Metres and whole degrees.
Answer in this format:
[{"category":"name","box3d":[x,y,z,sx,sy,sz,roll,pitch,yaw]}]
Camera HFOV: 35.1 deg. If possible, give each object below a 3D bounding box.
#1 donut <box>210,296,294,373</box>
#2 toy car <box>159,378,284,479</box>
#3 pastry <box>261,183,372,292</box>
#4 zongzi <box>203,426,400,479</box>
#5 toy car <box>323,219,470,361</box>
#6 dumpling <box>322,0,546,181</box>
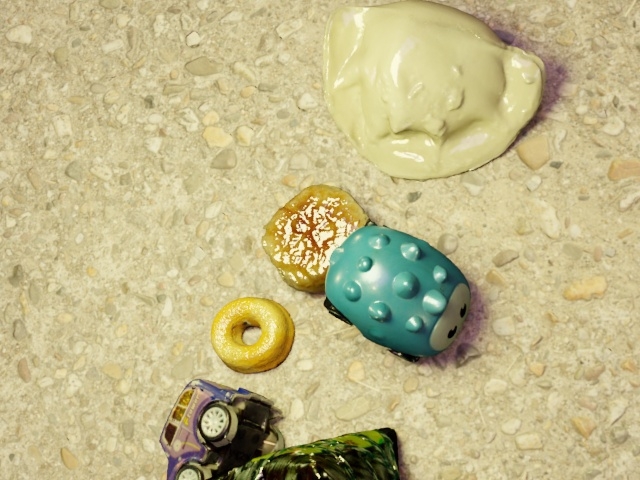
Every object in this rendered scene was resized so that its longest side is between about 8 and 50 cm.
[{"category":"donut","box3d":[-0.126,0.165,1.804,0.152,0.058,0.152,-5,73,17]},{"category":"toy car","box3d":[-0.186,0.351,1.717,0.158,0.172,0.235,22,83,37]},{"category":"pastry","box3d":[0.000,0.000,1.797,0.192,0.093,0.182,-38,69,6]},{"category":"zongzi","box3d":[-0.058,0.424,1.574,0.362,0.383,0.319,-12,62,29]},{"category":"toy car","box3d":[0.136,0.085,1.658,0.255,0.190,0.188,33,82,-15]},{"category":"dumpling","box3d":[0.189,-0.261,1.797,0.395,0.233,0.316,11,109,5]}]
